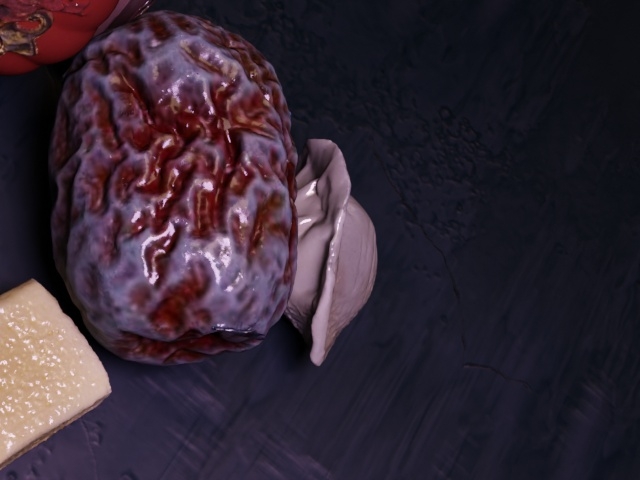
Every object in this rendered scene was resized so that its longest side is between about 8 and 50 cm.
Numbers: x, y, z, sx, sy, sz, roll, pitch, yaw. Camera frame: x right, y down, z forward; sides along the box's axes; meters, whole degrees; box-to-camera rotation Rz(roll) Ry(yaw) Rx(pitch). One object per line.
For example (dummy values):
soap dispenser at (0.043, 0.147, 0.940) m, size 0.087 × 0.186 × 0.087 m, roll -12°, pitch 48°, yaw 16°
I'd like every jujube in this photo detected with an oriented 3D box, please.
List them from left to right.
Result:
jujube at (-0.126, -0.043, 1.057) m, size 0.226 × 0.226 × 0.317 m, roll 7°, pitch 59°, yaw -31°

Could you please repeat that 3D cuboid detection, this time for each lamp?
lamp at (-0.273, -0.246, 0.985) m, size 0.226 × 0.227 × 0.227 m, roll 15°, pitch 59°, yaw -27°

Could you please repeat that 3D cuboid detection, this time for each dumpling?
dumpling at (0.000, 0.004, 1.155) m, size 0.126 × 0.166 × 0.216 m, roll 23°, pitch 54°, yaw 5°

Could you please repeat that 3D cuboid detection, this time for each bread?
bread at (-0.274, 0.124, 0.968) m, size 0.188 × 0.068 × 0.125 m, roll -34°, pitch 88°, yaw -41°

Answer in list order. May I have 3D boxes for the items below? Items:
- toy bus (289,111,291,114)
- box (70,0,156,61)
toy bus at (-0.068, -0.115, 1.245) m, size 0.038 × 0.046 × 0.083 m, roll 42°, pitch 48°, yaw -10°
box at (-0.229, -0.310, 1.119) m, size 0.215 × 0.215 × 0.086 m, roll 48°, pitch 34°, yaw -5°
